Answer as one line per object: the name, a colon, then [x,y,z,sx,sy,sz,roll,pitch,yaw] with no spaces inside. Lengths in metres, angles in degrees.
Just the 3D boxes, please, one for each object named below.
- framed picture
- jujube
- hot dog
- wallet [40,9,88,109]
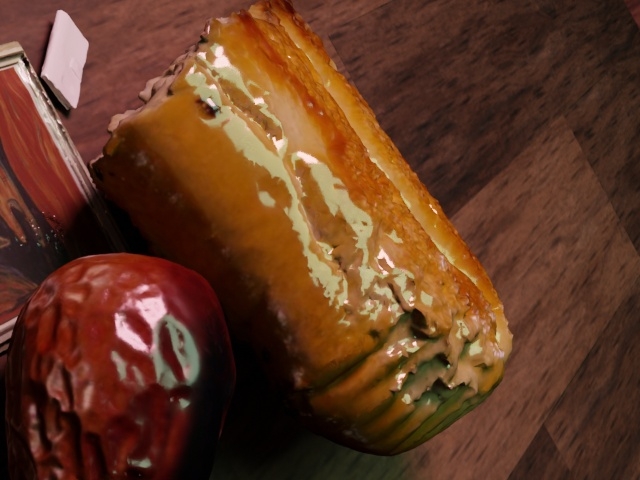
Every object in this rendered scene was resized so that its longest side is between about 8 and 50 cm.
framed picture: [-0.251,-0.028,0.984,0.216,0.016,0.273,61,33,-4]
jujube: [-0.135,0.126,0.920,0.168,0.168,0.236,17,68,-49]
hot dog: [0.000,0.000,1.129,0.365,0.196,0.367,49,17,-4]
wallet: [-0.209,-0.147,1.120,0.044,0.011,0.083,54,27,-42]
